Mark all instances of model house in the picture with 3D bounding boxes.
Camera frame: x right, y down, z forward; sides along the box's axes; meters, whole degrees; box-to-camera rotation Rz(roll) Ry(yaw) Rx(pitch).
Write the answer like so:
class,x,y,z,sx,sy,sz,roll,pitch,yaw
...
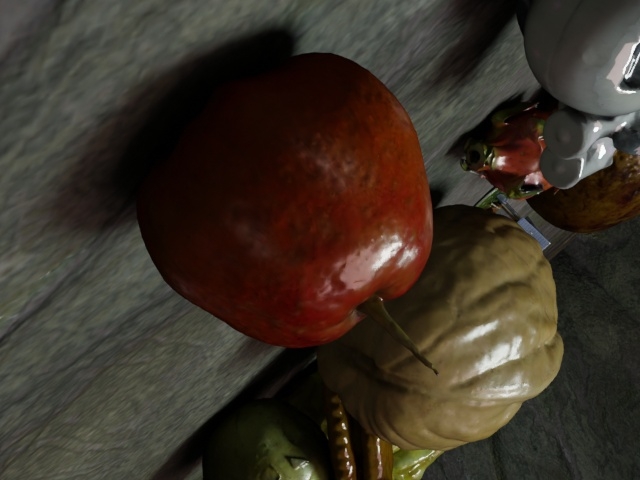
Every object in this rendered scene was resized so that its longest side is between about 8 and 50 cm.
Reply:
class,x,y,z,sx,sy,sz,roll,pitch,yaw
model house,0.235,-0.006,1.230,0.117,0.088,0.167,-44,167,15

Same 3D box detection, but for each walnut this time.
class,x,y,z,sx,sy,sz,roll,pitch,yaw
walnut,0.115,0.078,0.902,0.225,0.225,0.261,-49,164,32

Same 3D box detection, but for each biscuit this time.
class,x,y,z,sx,sy,sz,roll,pitch,yaw
biscuit,0.047,0.193,1.088,0.066,0.221,0.220,-6,170,8

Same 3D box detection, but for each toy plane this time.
class,x,y,z,sx,sy,sz,roll,pitch,yaw
toy plane,0.202,-0.147,0.597,0.252,0.118,0.252,-42,152,-28

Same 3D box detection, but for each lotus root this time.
class,x,y,z,sx,sy,sz,roll,pitch,yaw
lotus root,0.286,-0.098,0.950,0.169,0.141,0.314,-35,166,-17

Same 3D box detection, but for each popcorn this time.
class,x,y,z,sx,sy,sz,roll,pitch,yaw
popcorn,0.059,0.249,1.319,0.259,0.212,0.259,-35,159,-16

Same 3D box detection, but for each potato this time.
class,x,y,z,sx,sy,sz,roll,pitch,yaw
potato,-0.062,0.277,1.117,0.143,0.169,0.248,-4,142,-14

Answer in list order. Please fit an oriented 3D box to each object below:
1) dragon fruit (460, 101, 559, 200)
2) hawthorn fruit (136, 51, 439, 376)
class,x,y,z,sx,sy,sz,roll,pitch,yaw
dragon fruit,0.173,-0.075,0.841,0.116,0.086,0.081,-24,-162,-34
hawthorn fruit,-0.011,-0.012,0.412,0.125,0.140,0.125,-11,139,-10
